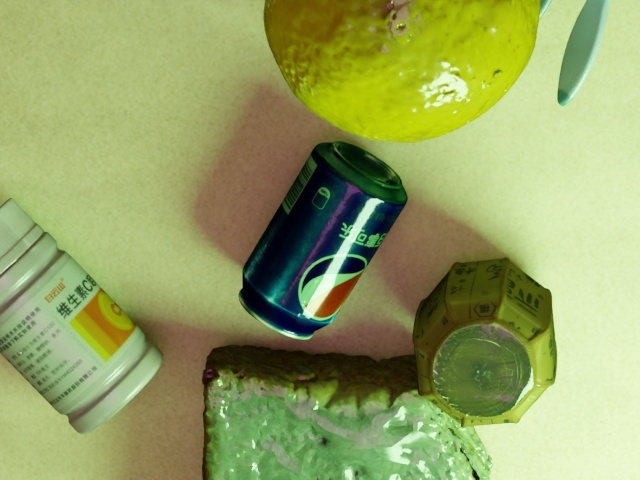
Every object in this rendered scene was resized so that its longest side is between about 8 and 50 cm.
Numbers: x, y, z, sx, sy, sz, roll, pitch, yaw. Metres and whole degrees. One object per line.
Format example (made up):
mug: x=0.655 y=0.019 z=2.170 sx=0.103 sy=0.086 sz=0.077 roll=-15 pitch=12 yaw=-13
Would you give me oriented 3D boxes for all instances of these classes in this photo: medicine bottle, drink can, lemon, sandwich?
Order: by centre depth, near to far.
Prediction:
lemon: x=0.079 y=-0.229 z=1.796 sx=0.293 sy=0.293 sz=0.293 roll=2 pitch=107 yaw=6
drink can: x=0.000 y=0.000 z=1.957 sx=0.118 sy=0.118 sz=0.205 roll=31 pitch=109 yaw=-3
medicine bottle: x=-0.301 y=0.084 z=2.010 sx=0.133 sy=0.133 sz=0.249 roll=-41 pitch=97 yaw=16
sandwich: x=0.028 y=0.258 z=2.024 sx=0.325 sy=0.131 sz=0.262 roll=4 pitch=106 yaw=4

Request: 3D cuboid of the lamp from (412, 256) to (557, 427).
lamp: x=0.175 y=0.107 z=1.932 sx=0.161 sy=0.185 sz=0.161 roll=2 pitch=106 yaw=6

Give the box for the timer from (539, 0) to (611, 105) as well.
timer: x=0.287 y=-0.285 z=1.836 sx=0.175 sy=0.175 sz=0.255 roll=5 pitch=131 yaw=5
